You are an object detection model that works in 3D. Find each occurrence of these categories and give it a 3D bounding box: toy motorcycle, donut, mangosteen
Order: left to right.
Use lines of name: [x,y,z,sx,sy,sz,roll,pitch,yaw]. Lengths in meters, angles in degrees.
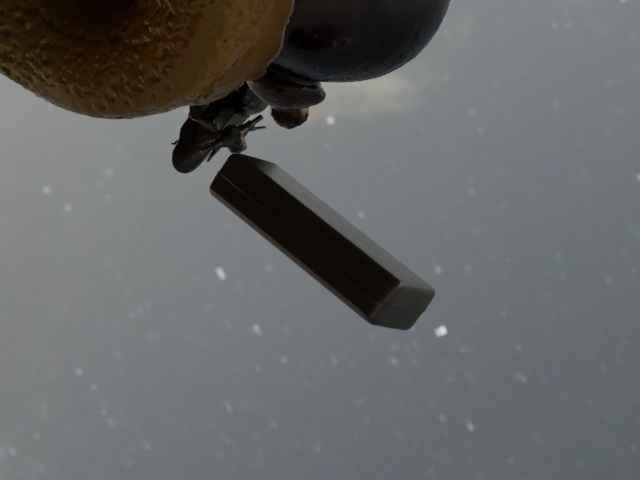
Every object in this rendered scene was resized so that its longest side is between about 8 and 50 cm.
donut: [-0.165,-0.216,1.212,0.303,0.303,0.110,-6,-157,35]
toy motorcycle: [-0.118,-0.201,2.414,0.263,0.091,0.157,-54,-154,-9]
mangosteen: [-0.004,-0.299,1.865,0.293,0.297,0.297,-28,-162,50]

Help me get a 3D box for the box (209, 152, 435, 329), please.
box: [0.000,0.000,1.699,0.244,0.103,0.055,39,-77,27]
